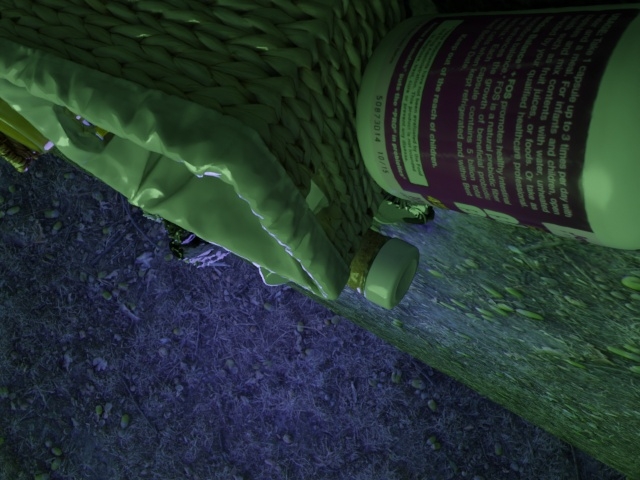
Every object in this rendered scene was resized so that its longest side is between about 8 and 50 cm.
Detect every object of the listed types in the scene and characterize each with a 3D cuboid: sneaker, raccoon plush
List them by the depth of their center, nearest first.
[{"bbox_3d":[0.104,-0.084,0.910,0.132,0.086,0.228,13,170,41],"label":"sneaker"},{"bbox_3d":[-0.343,-0.070,1.760,0.299,0.216,0.446,43,-175,36],"label":"raccoon plush"}]

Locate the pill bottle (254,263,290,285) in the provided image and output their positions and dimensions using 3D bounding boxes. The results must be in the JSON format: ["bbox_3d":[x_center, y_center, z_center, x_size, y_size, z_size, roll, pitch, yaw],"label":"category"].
[{"bbox_3d":[-0.113,-0.013,1.359,0.119,0.119,0.209,57,-172,-66],"label":"pill bottle"}]

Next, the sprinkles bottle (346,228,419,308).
[{"bbox_3d":[0.000,0.000,1.121,0.355,0.121,0.121,25,167,23],"label":"sprinkles bottle"}]

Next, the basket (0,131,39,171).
[{"bbox_3d":[-0.641,-0.278,1.136,0.213,0.223,0.299,-12,130,39],"label":"basket"}]

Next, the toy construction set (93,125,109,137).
[{"bbox_3d":[-0.490,-0.276,1.373,0.327,0.151,0.215,31,177,-33],"label":"toy construction set"}]

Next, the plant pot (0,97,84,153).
[{"bbox_3d":[-0.457,-0.285,1.000,0.254,0.239,0.254,28,167,7],"label":"plant pot"}]

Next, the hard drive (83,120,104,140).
[{"bbox_3d":[-0.800,-0.393,1.843,0.210,0.040,0.319,28,168,10],"label":"hard drive"}]

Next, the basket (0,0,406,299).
[{"bbox_3d":[-0.091,-0.150,0.622,0.331,0.267,0.328,26,167,23],"label":"basket"}]

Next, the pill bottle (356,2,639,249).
[{"bbox_3d":[0.186,-0.087,0.457,0.301,0.169,0.169,19,164,45],"label":"pill bottle"}]
